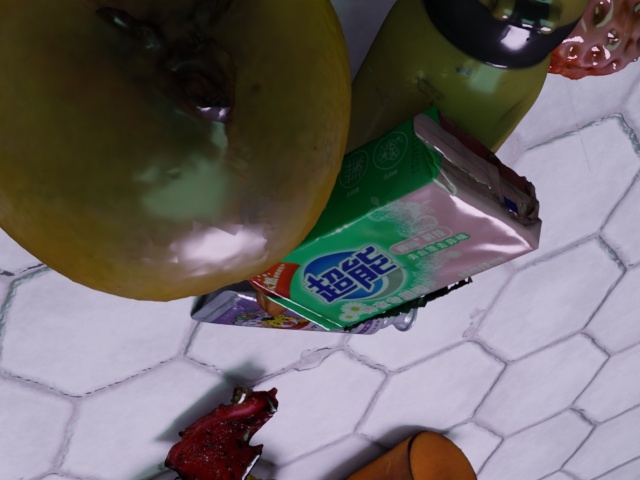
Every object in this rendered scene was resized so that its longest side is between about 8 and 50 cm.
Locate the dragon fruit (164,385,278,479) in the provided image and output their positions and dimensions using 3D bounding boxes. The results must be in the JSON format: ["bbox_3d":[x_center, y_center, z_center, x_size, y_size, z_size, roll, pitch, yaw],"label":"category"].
[{"bbox_3d":[-0.133,0.275,1.365,0.092,0.122,0.192,31,116,-29],"label":"dragon fruit"}]

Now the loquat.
[{"bbox_3d":[-0.143,-0.109,0.820,0.328,0.329,0.359,-14,180,-18],"label":"loquat"}]

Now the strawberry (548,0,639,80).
[{"bbox_3d":[0.271,-0.304,0.966,0.265,0.149,0.336,-28,140,0],"label":"strawberry"}]

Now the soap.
[{"bbox_3d":[0.059,-0.016,0.935,0.273,0.098,0.218,-26,135,37],"label":"soap"}]

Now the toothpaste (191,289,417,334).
[{"bbox_3d":[-0.011,0.088,1.272,0.299,0.073,0.114,2,160,-30],"label":"toothpaste"}]

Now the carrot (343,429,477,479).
[{"bbox_3d":[0.106,0.485,1.659,0.331,0.193,0.214,-35,-179,13],"label":"carrot"}]

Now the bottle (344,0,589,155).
[{"bbox_3d":[0.135,-0.171,0.940,0.171,0.172,0.351,-6,151,-26],"label":"bottle"}]

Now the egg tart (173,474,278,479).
[{"bbox_3d":[-0.169,0.443,1.519,0.294,0.116,0.295,-17,137,-17],"label":"egg tart"}]

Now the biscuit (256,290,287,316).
[{"bbox_3d":[0.000,0.000,1.144,0.192,0.036,0.186,-32,152,-55],"label":"biscuit"}]
